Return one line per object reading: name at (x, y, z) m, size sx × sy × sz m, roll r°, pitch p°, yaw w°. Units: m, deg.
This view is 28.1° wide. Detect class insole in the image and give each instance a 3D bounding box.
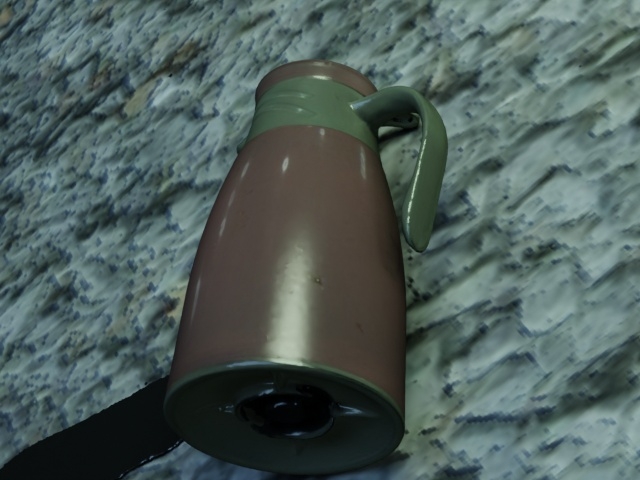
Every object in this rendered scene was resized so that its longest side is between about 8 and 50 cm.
insole at (-0.183, 0.168, 0.934) m, size 0.232 × 0.003 × 0.080 m, roll -34°, pitch 51°, yaw 11°

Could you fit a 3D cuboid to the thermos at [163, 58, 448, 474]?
thermos at (0.000, 0.000, 0.831) m, size 0.176 × 0.146 × 0.265 m, roll -16°, pitch 50°, yaw 31°
